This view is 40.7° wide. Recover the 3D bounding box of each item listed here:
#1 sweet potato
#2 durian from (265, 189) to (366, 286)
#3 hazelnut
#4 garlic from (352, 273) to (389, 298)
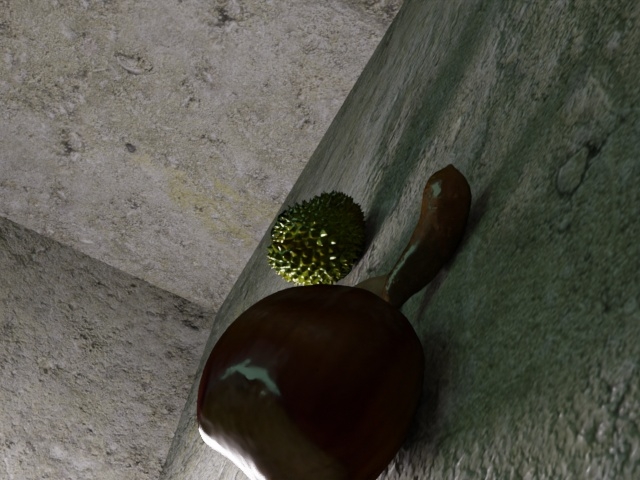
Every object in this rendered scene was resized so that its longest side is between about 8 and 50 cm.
[{"bbox_3d":[0.194,0.006,1.530,0.097,0.097,0.292,-102,33,-74],"label":"sweet potato"},{"bbox_3d":[0.002,0.002,2.204,0.291,0.225,0.291,-37,-18,-14],"label":"durian"},{"bbox_3d":[-0.013,0.237,1.372,0.366,0.365,0.366,-61,11,20],"label":"hazelnut"},{"bbox_3d":[0.069,0.172,1.725,0.164,0.145,0.245,-19,-34,-59],"label":"garlic"}]
